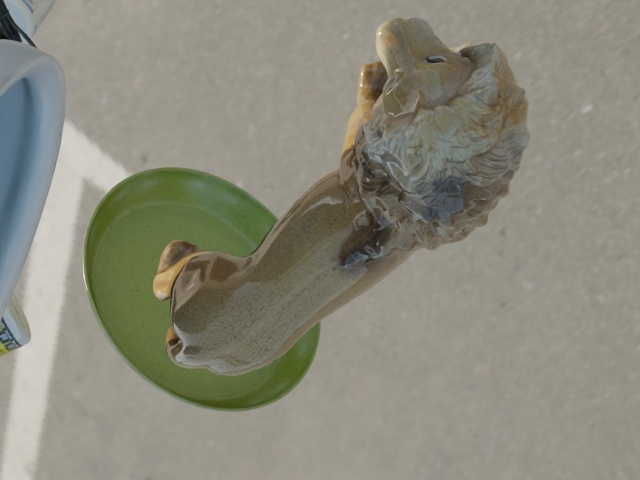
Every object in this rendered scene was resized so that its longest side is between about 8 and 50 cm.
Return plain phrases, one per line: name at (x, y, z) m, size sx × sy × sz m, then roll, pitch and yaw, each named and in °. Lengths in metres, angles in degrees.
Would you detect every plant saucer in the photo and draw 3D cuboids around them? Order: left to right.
plant saucer at (-0.110, 0.048, 1.489) m, size 0.241 × 0.241 × 0.037 m, roll 52°, pitch 135°, yaw 3°

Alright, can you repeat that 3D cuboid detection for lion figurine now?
lion figurine at (0.000, 0.000, 1.160) m, size 0.142 × 0.240 × 0.392 m, roll 36°, pitch 113°, yaw -10°

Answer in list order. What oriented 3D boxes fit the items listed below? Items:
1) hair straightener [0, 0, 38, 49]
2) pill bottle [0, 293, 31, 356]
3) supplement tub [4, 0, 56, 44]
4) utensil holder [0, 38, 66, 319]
hair straightener at (-0.333, -0.229, 1.583) m, size 0.089 × 0.047 × 0.230 m, roll 11°, pitch 133°, yaw 54°
pill bottle at (-0.312, 0.083, 1.423) m, size 0.065 × 0.116 × 0.065 m, roll 63°, pitch 179°, yaw 1°
supplement tub at (-0.335, -0.259, 1.828) m, size 0.071 × 0.107 × 0.071 m, roll 5°, pitch 122°, yaw 8°
utensil holder at (-0.411, -0.042, 1.100) m, size 0.385 × 0.328 × 0.328 m, roll 22°, pitch 137°, yaw 2°
